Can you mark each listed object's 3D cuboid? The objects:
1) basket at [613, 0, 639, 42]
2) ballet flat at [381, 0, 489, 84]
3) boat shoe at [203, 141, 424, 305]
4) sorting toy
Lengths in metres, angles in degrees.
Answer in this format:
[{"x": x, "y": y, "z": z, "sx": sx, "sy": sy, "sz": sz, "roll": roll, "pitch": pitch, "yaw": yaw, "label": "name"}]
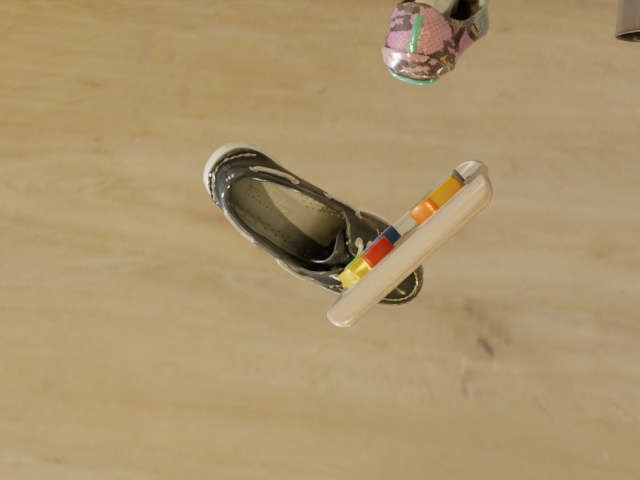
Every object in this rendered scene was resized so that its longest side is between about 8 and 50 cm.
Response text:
[{"x": 0.402, "y": -0.338, "z": 1.584, "sx": 0.154, "sy": 0.204, "sz": 0.227, "roll": 0, "pitch": 92, "yaw": 10, "label": "basket"}, {"x": 0.101, "y": -0.193, "z": 1.176, "sx": 0.077, "sy": 0.221, "sz": 0.079, "roll": 18, "pitch": 116, "yaw": 8, "label": "ballet flat"}, {"x": 0.000, "y": 0.000, "z": 1.621, "sx": 0.302, "sy": 0.091, "sz": 0.114, "roll": 27, "pitch": 103, "yaw": -22, "label": "boat shoe"}, {"x": 0.082, "y": -0.007, "z": 1.376, "sx": 0.193, "sy": 0.208, "sz": 0.038, "roll": -42, "pitch": 95, "yaw": 9, "label": "sorting toy"}]
